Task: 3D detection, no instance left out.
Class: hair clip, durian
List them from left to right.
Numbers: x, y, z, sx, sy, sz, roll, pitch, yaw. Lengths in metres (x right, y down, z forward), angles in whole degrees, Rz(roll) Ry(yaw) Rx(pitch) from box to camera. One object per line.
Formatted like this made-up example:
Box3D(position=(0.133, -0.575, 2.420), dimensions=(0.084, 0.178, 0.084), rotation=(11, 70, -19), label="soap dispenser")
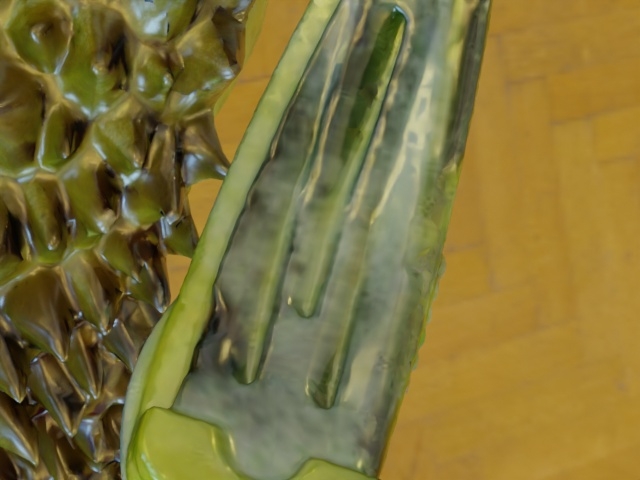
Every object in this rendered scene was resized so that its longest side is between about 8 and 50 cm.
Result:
Box3D(position=(-0.094, -0.039, 0.516), dimensions=(0.172, 0.166, 0.306), rotation=(-6, 78, -2), label="durian")
Box3D(position=(0.000, 0.000, 0.438), dimensions=(0.060, 0.033, 0.188), rotation=(19, 71, -3), label="hair clip")
